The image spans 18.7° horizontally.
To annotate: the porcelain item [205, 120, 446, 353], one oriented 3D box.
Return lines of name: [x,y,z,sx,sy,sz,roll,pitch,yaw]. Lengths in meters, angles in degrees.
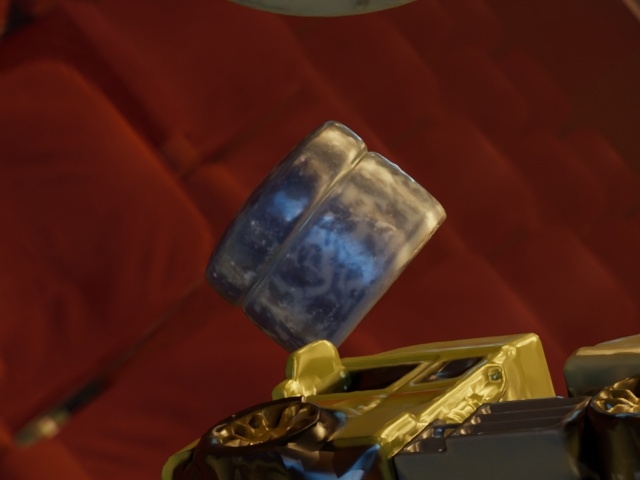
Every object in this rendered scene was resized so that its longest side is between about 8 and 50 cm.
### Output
porcelain item: [0.000,0.000,1.326,0.114,0.147,0.147,41,-6,2]

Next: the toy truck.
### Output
toy truck: [0.143,0.122,0.868,0.254,0.405,0.181,-29,107,-54]

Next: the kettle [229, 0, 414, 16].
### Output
kettle: [0.024,-0.311,1.003,0.342,0.319,0.247,-104,-171,-50]
